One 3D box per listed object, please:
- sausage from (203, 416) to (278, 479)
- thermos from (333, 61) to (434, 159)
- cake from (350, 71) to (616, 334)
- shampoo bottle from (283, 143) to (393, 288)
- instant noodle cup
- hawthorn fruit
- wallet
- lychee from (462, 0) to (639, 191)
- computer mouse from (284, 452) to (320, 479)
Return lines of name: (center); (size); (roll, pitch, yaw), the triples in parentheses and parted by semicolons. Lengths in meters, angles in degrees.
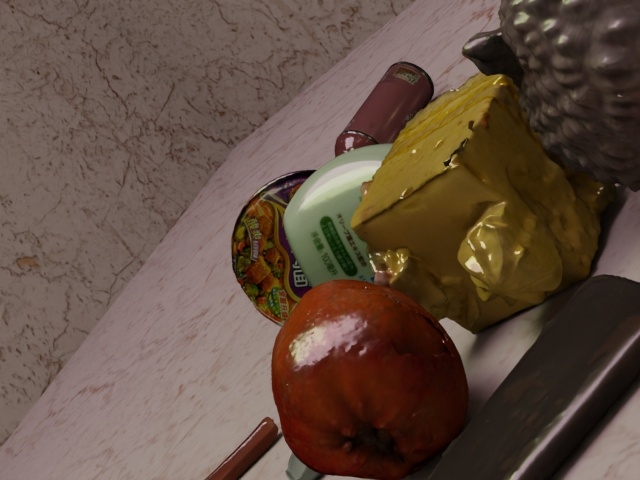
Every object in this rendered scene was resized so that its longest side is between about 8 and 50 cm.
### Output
sausage: (-0.114, 0.309, 1.911); (0.147, 0.035, 0.030); (-46, 31, 6)
thermos: (0.103, -0.213, 2.718); (0.136, 0.109, 0.330); (-30, 20, 51)
cake: (0.186, -0.033, 1.565); (0.227, 0.222, 0.286); (-34, 17, 48)
shampoo bottle: (0.133, -0.047, 1.868); (0.349, 0.222, 0.151); (-26, 1, 24)
instant noodle cup: (0.000, 0.000, 2.106); (0.251, 0.251, 0.190); (-43, 3, 14)
hawthorn fruit: (0.037, 0.135, 1.488); (0.211, 0.211, 0.299); (-44, 27, 7)
wallet: (0.212, 0.160, 1.277); (0.309, 0.042, 0.165); (-49, 14, -9)
lychee: (0.353, -0.234, 1.350); (0.432, 0.381, 0.380); (-11, 20, 9)
computer mouse: (0.026, 0.205, 1.693); (0.231, 0.079, 0.128); (-47, 9, 10)
